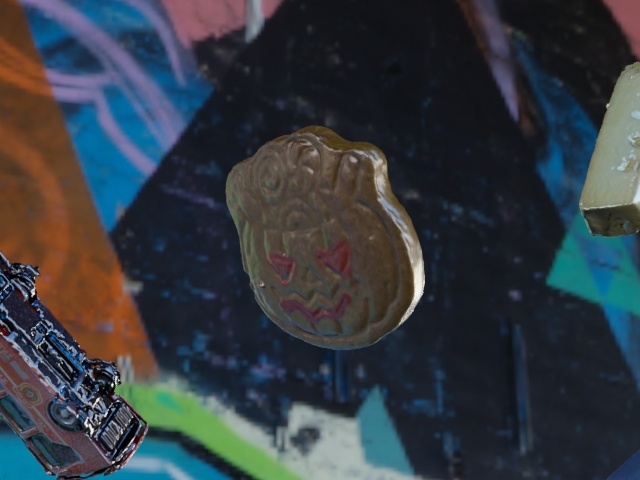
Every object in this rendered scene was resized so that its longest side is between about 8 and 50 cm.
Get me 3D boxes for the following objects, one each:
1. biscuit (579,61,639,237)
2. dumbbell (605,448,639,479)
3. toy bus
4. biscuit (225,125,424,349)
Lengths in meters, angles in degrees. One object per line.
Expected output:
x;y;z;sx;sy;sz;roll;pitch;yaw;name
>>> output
0.270;-0.082;1.139;0.056;0.188;0.052;0;-43;31;biscuit
0.318;0.362;1.358;0.160;0.144;0.325;-30;-34;-42;dumbbell
-0.243;0.095;1.091;0.096;0.073;0.235;-22;-69;38;toy bus
-0.001;0.000;1.526;0.273;0.257;0.049;-11;7;46;biscuit
